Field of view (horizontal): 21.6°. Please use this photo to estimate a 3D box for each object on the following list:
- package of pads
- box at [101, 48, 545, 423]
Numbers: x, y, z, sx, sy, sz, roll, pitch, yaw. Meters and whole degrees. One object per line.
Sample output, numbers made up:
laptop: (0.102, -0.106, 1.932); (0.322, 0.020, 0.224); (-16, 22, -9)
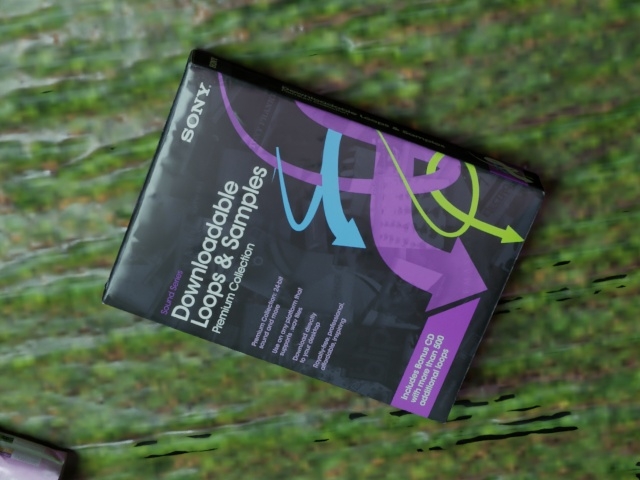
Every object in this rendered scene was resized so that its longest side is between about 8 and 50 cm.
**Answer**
package of pads: (-0.160, 0.109, 0.752); (0.083, 0.032, 0.050); (19, 109, -7)
box: (0.000, 0.000, 0.721); (0.162, 0.029, 0.116); (20, 106, -6)
